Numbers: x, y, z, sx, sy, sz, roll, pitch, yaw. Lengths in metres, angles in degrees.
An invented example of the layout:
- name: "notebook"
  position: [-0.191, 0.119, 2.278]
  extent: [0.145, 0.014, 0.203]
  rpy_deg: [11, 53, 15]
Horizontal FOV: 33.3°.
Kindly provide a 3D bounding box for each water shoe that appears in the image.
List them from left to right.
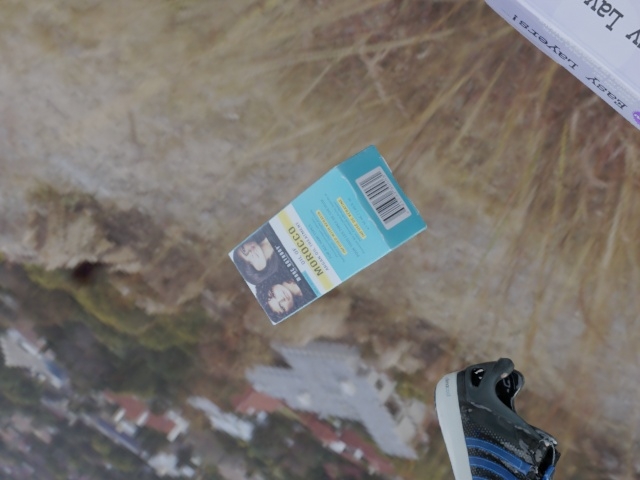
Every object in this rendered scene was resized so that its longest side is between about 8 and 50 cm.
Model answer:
- name: "water shoe"
  position: [0.148, 0.179, 0.826]
  extent: [0.080, 0.203, 0.073]
  rpy_deg: [-27, 143, 14]

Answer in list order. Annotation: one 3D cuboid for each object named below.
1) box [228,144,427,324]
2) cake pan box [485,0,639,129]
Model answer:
- name: "box"
  position: [0.000, 0.000, 1.126]
  extent: [0.100, 0.060, 0.244]
  rpy_deg: [57, 142, 2]
- name: "cake pan box"
  position: [0.208, -0.221, 0.650]
  extent: [0.267, 0.246, 0.070]
  rpy_deg: [41, -176, 2]
